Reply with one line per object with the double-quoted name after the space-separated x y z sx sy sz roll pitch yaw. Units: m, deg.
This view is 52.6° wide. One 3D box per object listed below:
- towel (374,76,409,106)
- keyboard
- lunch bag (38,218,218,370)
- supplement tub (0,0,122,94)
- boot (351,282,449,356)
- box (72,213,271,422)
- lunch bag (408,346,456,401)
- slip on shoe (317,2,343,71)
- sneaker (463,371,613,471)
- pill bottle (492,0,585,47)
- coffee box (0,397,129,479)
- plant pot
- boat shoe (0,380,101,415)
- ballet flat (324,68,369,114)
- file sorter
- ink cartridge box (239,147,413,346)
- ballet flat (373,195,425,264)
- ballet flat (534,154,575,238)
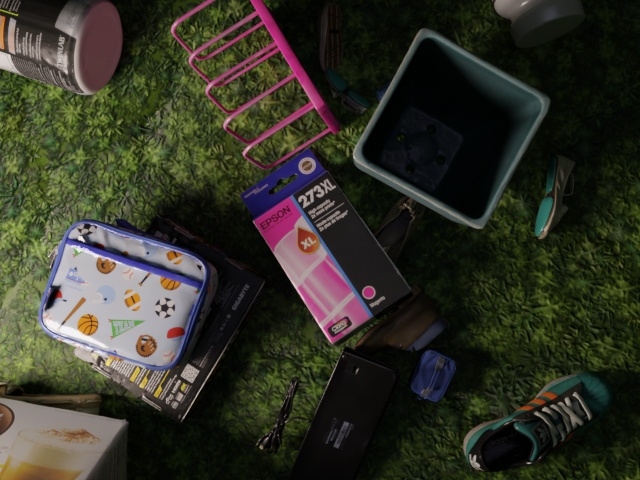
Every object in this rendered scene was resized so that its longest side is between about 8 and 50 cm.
0.173 -0.303 1.292 0.119 0.029 0.067 -36 85 1 "towel"
0.003 0.345 1.220 0.201 0.033 0.317 22 101 -2 "keyboard"
-0.353 0.091 1.187 0.303 0.115 0.243 18 85 5 "lunch bag"
-0.573 -0.421 1.276 0.316 0.193 0.193 19 87 5 "supplement tub"
0.142 0.193 1.231 0.106 0.082 0.219 43 88 9 "boot"
-0.287 0.150 1.270 0.257 0.079 0.322 30 89 8 "box"
0.210 0.256 1.228 0.067 0.065 0.098 25 87 6 "lunch bag"
0.014 -0.407 1.309 0.051 0.041 0.135 -7 101 -35 "slip on shoe"
0.407 0.341 1.179 0.302 0.121 0.108 -30 84 1 "sneaker"
0.391 -0.523 1.227 0.162 0.162 0.278 -17 84 3 "pill bottle"
-0.546 0.502 1.086 0.338 0.334 0.338 9 111 4 "coffee box"
0.205 -0.182 1.161 0.248 0.252 0.247 29 89 -4 "plant pot"
-0.575 0.319 1.272 0.285 0.104 0.089 13 82 -5 "boat shoe"
0.045 -0.293 1.297 0.114 0.041 0.041 43 90 3 "ballet flat"
-0.122 -0.305 1.230 0.182 0.202 0.290 -31 82 7 "file sorter"
0.000 0.000 1.234 0.176 0.069 0.371 -34 71 1 "ink cartridge box"
0.125 0.017 1.257 0.084 0.058 0.250 34 89 7 "ballet flat"
0.456 -0.081 1.242 0.052 0.057 0.168 13 87 -5 "ballet flat"
